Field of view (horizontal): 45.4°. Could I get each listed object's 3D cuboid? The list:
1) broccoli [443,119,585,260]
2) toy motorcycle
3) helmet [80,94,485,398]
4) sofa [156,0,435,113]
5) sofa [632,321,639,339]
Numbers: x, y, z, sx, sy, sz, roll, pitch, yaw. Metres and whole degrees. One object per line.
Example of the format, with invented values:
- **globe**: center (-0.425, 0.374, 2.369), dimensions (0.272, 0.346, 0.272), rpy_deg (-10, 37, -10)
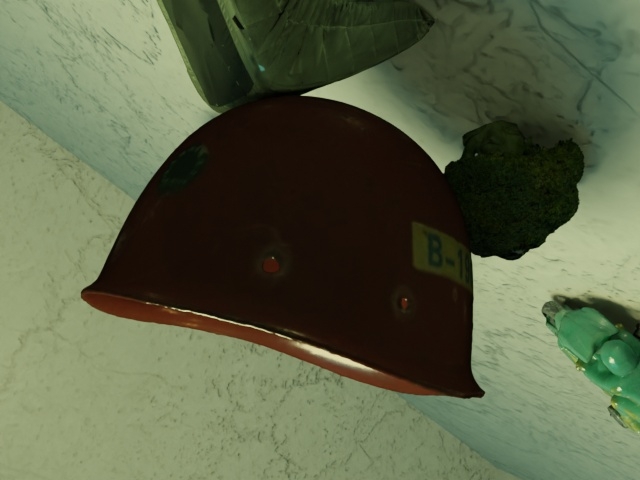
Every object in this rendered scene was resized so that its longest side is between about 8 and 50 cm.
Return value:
- **broccoli**: center (0.187, -0.047, 0.753), dimensions (0.162, 0.138, 0.146), rpy_deg (3, 155, -14)
- **toy motorcycle**: center (0.417, 0.180, 1.021), dimensions (0.296, 0.109, 0.198), rpy_deg (45, -178, 17)
- **helmet**: center (0.000, 0.000, 0.687), dimensions (0.337, 0.230, 0.385), rpy_deg (6, 168, 37)
- **sofa**: center (-0.045, -0.245, 0.715), dimensions (0.226, 0.176, 0.210), rpy_deg (66, 159, -9)
- **sofa**: center (0.465, 0.132, 0.926), dimensions (0.147, 0.060, 0.085), rpy_deg (32, -177, 7)
